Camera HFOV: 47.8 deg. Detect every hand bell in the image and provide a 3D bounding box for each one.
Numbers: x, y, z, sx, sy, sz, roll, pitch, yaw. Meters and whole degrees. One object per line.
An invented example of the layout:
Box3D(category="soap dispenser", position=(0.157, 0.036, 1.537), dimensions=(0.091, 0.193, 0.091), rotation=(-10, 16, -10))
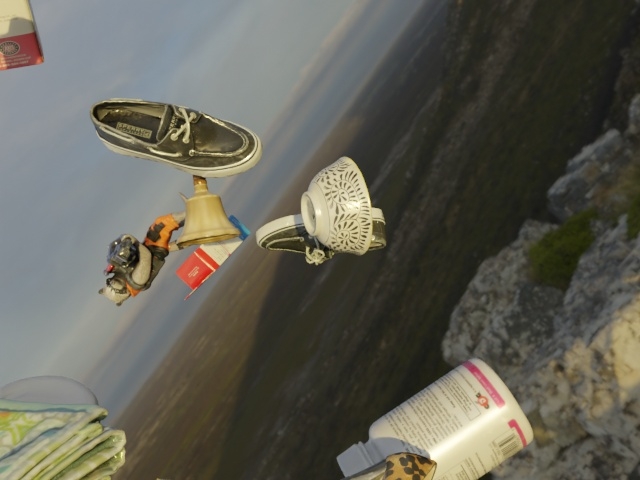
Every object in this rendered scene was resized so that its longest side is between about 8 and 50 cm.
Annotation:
Box3D(category="hand bell", position=(-0.229, -0.119, 1.375), dimensions=(0.126, 0.126, 0.242), rotation=(154, 108, -75))

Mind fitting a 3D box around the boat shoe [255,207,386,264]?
Box3D(category="boat shoe", position=(0.001, 0.002, 1.683), dimensions=(0.113, 0.306, 0.105), rotation=(81, -176, -67))

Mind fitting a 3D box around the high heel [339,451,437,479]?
Box3D(category="high heel", position=(0.125, 0.388, 0.930), dimensions=(0.261, 0.186, 0.093), rotation=(-128, 32, -46))

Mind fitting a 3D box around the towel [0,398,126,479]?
Box3D(category="towel", position=(-0.417, 0.260, 0.686), dimensions=(0.374, 0.090, 0.320), rotation=(-5, 17, 23))

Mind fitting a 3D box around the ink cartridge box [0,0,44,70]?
Box3D(category="ink cartridge box", position=(-0.561, -0.399, 1.098), dimensions=(0.207, 0.117, 0.283), rotation=(-14, -38, -17))

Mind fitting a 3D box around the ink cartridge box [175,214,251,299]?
Box3D(category="ink cartridge box", position=(-0.304, 0.046, 1.968), dimensions=(0.134, 0.078, 0.231), rotation=(-41, 7, 46))

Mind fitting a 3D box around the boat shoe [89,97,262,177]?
Box3D(category="boat shoe", position=(-0.252, -0.190, 1.260), dimensions=(0.102, 0.301, 0.108), rotation=(89, -165, -73))

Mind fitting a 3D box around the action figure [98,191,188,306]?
Box3D(category="action figure", position=(-0.431, 0.033, 1.842), dimensions=(0.330, 0.178, 0.341), rotation=(-48, 15, -5))

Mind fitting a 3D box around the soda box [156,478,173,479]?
Box3D(category="soda box", position=(-0.230, 0.507, 1.356), dimensions=(0.058, 0.181, 0.061), rotation=(53, -127, -65))

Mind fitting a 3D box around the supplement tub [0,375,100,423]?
Box3D(category="supplement tub", position=(-0.571, 0.474, 1.477), dimensions=(0.241, 0.240, 0.332), rotation=(-69, -13, -66))

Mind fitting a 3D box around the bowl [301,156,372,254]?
Box3D(category="bowl", position=(0.016, -0.051, 1.210), dimensions=(0.080, 0.170, 0.170), rotation=(-11, -9, -20))

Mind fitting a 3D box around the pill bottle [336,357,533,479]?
Box3D(category="pill bottle", position=(0.179, 0.327, 1.156), dimensions=(0.283, 0.160, 0.160), rotation=(-32, 6, -4))
